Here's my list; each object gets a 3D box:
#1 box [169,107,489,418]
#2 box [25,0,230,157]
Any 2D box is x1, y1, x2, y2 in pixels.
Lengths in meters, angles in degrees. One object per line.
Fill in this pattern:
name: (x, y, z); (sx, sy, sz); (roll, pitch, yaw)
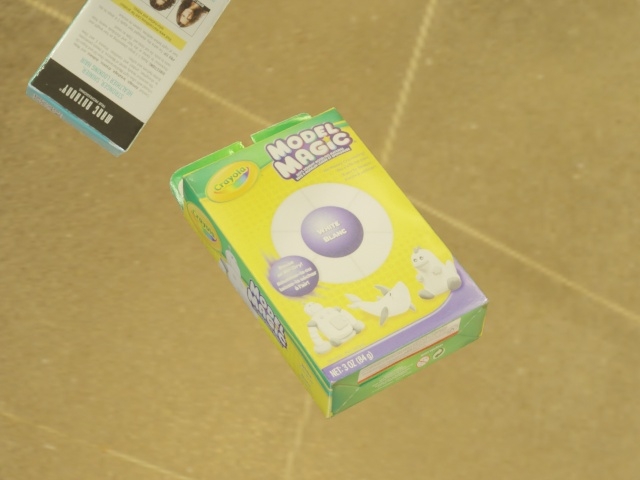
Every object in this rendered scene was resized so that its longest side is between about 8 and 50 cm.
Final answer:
box: (0.000, 0.000, 0.909); (0.105, 0.179, 0.043); (-27, 149, -20)
box: (-0.143, -0.199, 1.415); (0.100, 0.060, 0.244); (35, 81, -9)
